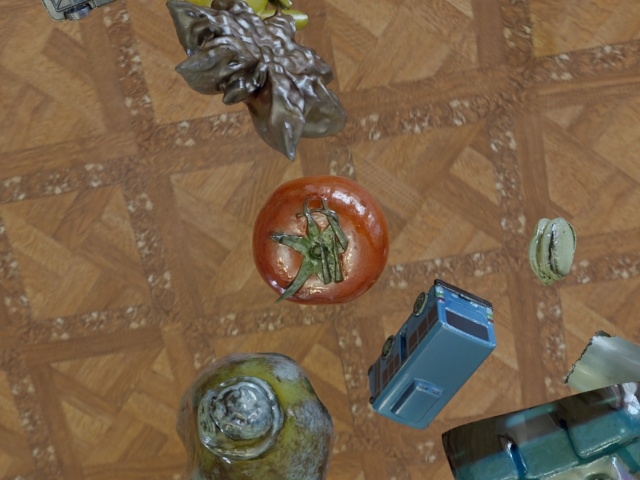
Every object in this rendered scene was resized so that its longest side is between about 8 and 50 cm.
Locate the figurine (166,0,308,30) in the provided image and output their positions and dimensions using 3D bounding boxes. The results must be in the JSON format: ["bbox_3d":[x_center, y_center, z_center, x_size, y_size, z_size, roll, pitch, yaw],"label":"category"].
[{"bbox_3d":[-0.175,-0.454,1.610,0.218,0.327,0.169,30,99,-30],"label":"figurine"}]

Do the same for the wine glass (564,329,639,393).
[{"bbox_3d":[0.327,0.157,0.787,0.195,0.079,0.079,32,110,17],"label":"wine glass"}]

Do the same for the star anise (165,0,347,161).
[{"bbox_3d":[-0.095,-0.251,1.258,0.315,0.315,0.108,41,124,-10],"label":"star anise"}]

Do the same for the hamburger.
[{"bbox_3d":[0.476,0.020,1.742,0.062,0.140,0.133,-5,142,37],"label":"hamburger"}]

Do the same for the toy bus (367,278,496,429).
[{"bbox_3d":[0.136,0.151,1.075,0.090,0.106,0.184,23,123,-13],"label":"toy bus"}]

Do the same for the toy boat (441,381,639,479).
[{"bbox_3d":[0.191,0.151,0.529,0.134,0.299,0.092,-27,64,28],"label":"toy boat"}]

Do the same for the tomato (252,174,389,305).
[{"bbox_3d":[0.000,0.000,1.573,0.256,0.224,0.255,0,98,2],"label":"tomato"}]

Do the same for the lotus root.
[{"bbox_3d":[-0.053,0.173,0.747,0.140,0.322,0.158,-1,69,-12],"label":"lotus root"}]

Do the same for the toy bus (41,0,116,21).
[{"bbox_3d":[-0.453,-0.572,1.786,0.290,0.157,0.139,-23,119,-2],"label":"toy bus"}]
